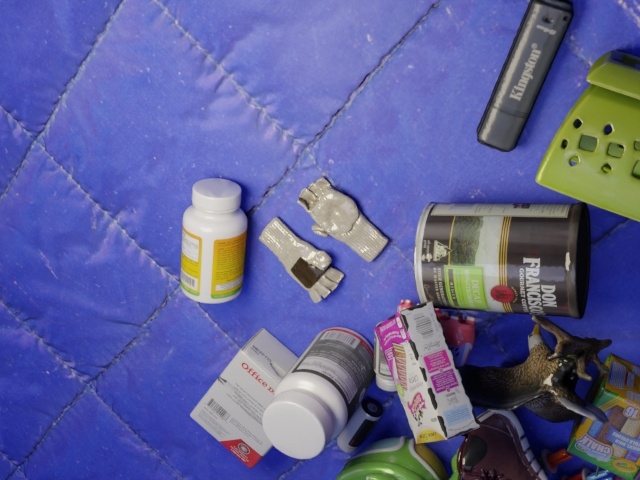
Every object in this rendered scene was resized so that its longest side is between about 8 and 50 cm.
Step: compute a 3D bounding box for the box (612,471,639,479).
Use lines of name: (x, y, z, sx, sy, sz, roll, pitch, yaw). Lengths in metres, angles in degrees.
box: (0.700, 0.463, 1.542, 0.213, 0.117, 0.243, 26, 121, 11)

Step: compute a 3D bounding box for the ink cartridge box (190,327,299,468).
ink cartridge box: (-0.146, 0.366, 1.887, 0.197, 0.114, 0.273, 40, 124, 3)

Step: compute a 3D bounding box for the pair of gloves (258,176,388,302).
pair of gloves: (0.000, 0.000, 1.688, 0.204, 0.042, 0.240, 48, 123, -2)

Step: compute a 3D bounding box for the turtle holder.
turtle holder: (0.174, 0.519, 1.746, 0.243, 0.227, 0.320, 36, 123, 6)

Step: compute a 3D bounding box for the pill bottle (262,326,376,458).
pill bottle: (0.002, 0.314, 1.693, 0.161, 0.283, 0.161, 10, 118, 20)

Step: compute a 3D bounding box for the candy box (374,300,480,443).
candy box: (0.186, 0.241, 1.468, 0.159, 0.071, 0.233, 127, 124, -69)

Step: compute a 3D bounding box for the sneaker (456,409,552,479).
sneaker: (0.360, 0.479, 1.619, 0.281, 0.162, 0.106, 63, 167, 15)

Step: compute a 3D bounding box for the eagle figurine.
eagle figurine: (0.390, 0.257, 1.507, 0.226, 0.225, 0.298, 47, 129, 4)

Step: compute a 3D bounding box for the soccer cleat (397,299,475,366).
soccer cleat: (0.214, 0.173, 1.574, 0.083, 0.248, 0.095, 9, 91, -24)

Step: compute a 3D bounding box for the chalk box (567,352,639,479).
chalk box: (0.557, 0.350, 1.545, 0.132, 0.132, 0.213, 25, 120, 12)

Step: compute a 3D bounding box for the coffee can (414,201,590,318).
coffee can: (0.328, 0.031, 1.457, 0.275, 0.201, 0.201, 2, 114, 25)

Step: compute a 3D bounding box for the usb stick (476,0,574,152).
usb stick: (0.345, -0.281, 1.392, 0.077, 0.045, 0.278, 26, 121, 13)

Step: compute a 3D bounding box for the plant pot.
plant pot: (0.491, -0.170, 1.277, 0.228, 0.227, 0.207, 23, 115, 14)

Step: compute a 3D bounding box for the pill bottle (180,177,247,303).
pill bottle: (-0.226, -0.001, 1.735, 0.136, 0.136, 0.245, 17, 119, 17)

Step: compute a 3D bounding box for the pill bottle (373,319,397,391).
pill bottle: (0.150, 0.243, 1.713, 0.078, 0.078, 0.137, 10, 118, 20)

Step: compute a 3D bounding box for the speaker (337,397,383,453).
speaker: (0.088, 0.419, 1.842, 0.055, 0.055, 0.136, 33, 123, 7)

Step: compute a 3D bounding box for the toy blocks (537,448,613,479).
toy blocks: (0.507, 0.473, 1.673, 0.148, 0.054, 0.123, -32, 98, 33)
